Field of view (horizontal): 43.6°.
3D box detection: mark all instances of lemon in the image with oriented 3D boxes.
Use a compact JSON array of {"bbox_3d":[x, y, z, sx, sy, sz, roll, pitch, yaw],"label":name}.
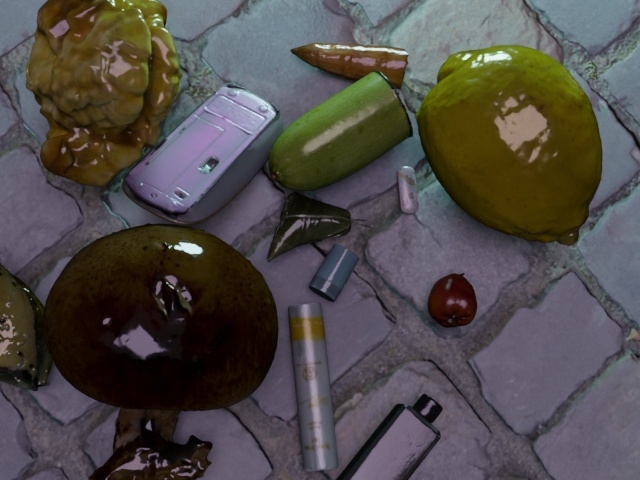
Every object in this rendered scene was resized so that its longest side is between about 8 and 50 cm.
[{"bbox_3d":[0.308,-0.158,1.277,0.316,0.285,0.285,34,77,26],"label":"lemon"}]

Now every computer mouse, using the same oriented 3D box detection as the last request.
[{"bbox_3d":[-0.186,-0.139,1.304,0.158,0.071,0.310,29,54,12],"label":"computer mouse"}]

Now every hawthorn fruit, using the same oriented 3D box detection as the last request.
[{"bbox_3d":[0.219,0.094,1.322,0.081,0.081,0.093,9,49,-2],"label":"hawthorn fruit"}]

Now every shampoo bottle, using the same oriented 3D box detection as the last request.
[{"bbox_3d":[0.102,0.347,1.255,0.080,0.079,0.246,41,79,3],"label":"shampoo bottle"}]

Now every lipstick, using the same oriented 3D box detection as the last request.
[{"bbox_3d":[-0.012,0.234,1.280,0.059,0.059,0.263,-5,79,-5],"label":"lipstick"}]

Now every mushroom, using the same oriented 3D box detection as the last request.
[{"bbox_3d":[-0.225,0.159,1.217,0.331,0.356,0.334,-12,42,-4],"label":"mushroom"}]

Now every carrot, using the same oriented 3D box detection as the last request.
[{"bbox_3d":[0.048,-0.316,1.392,0.205,0.072,0.072,11,78,1],"label":"carrot"}]

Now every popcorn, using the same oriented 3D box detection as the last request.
[{"bbox_3d":[-0.332,-0.247,1.249,0.225,0.265,0.332,25,66,-44],"label":"popcorn"}]

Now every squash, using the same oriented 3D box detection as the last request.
[{"bbox_3d":[0.020,-0.169,1.329,0.247,0.132,0.132,-31,83,-8],"label":"squash"}]

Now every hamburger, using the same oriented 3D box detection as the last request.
[{"bbox_3d":[-0.532,0.104,1.210,0.288,0.167,0.192,17,80,-1],"label":"hamburger"}]

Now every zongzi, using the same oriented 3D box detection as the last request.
[{"bbox_3d":[0.000,0.000,1.322,0.154,0.062,0.130,19,67,-1],"label":"zongzi"}]

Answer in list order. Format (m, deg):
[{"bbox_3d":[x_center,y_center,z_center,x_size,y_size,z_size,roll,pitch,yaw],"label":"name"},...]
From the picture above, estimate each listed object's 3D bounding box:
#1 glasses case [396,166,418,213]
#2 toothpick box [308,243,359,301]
[{"bbox_3d":[0.150,-0.086,1.375,0.032,0.021,0.083,-2,79,-7],"label":"glasses case"},{"bbox_3d":[0.022,0.054,1.322,0.052,0.052,0.083,31,77,2],"label":"toothpick box"}]
